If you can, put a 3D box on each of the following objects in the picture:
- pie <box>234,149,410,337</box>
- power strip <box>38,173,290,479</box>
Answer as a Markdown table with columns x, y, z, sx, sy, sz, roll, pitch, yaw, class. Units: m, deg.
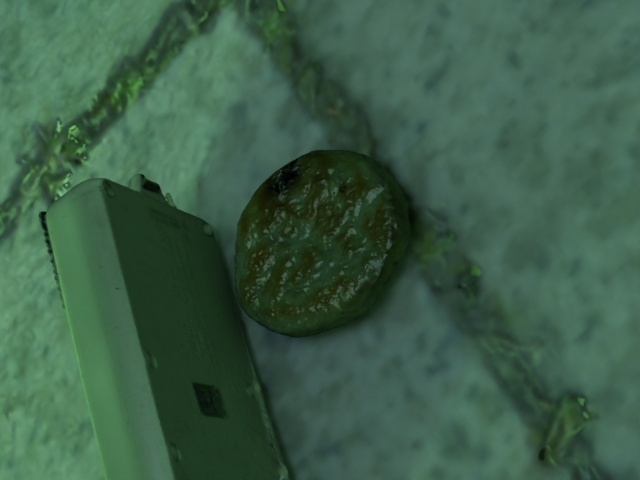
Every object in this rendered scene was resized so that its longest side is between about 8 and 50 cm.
| x | y | z | sx | sy | sz | roll | pitch | yaw | class |
| --- | --- | --- | --- | --- | --- | --- | --- | --- | --- |
| 0.000 | 0.000 | 0.633 | 0.085 | 0.017 | 0.085 | -12 | 67 | 31 | pie |
| -0.055 | 0.061 | 0.612 | 0.035 | 0.081 | 0.192 | -31 | 60 | 24 | power strip |
